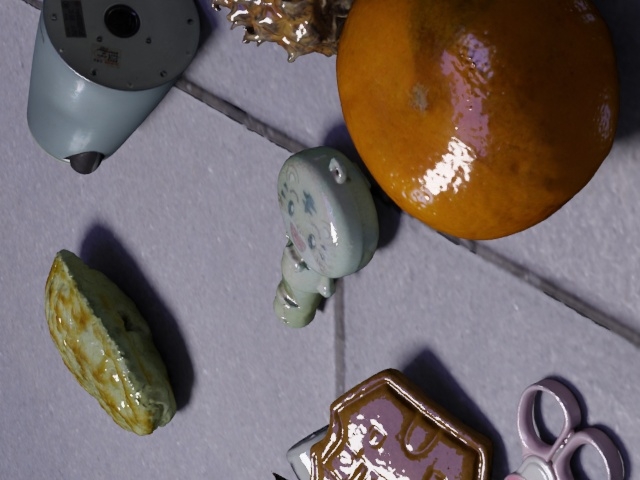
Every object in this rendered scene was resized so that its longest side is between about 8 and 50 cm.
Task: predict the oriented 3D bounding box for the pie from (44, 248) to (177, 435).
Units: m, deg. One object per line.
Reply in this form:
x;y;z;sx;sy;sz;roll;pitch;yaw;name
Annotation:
-0.251;0.124;2.235;0.248;0.090;0.201;53;156;21;pie

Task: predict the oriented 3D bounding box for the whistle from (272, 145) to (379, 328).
0.000;0.000;1.813;0.126;0.067;0.258;58;152;26;whistle

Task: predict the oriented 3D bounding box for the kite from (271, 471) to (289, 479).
0.013;0.312;1.933;0.241;0.014;0.183;55;-171;-22;kite

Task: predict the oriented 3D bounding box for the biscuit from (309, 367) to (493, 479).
0.065;0.240;1.800;0.182;0.034;0.215;37;116;18;biscuit

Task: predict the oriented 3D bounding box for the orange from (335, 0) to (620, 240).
0.124;-0.120;1.452;0.240;0.171;0.240;22;120;44;orange

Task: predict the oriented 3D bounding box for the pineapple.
-0.030;-0.248;1.612;0.193;0.166;0.166;45;142;35;pineapple

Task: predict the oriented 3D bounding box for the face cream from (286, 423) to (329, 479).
0.073;0.329;1.896;0.314;0.089;0.143;61;160;0;face cream

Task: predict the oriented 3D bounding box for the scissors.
0.191;0.227;1.704;0.118;0.030;0.242;53;143;23;scissors

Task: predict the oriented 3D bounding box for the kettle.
-0.238;-0.202;1.972;0.243;0.160;0.210;132;129;-62;kettle
